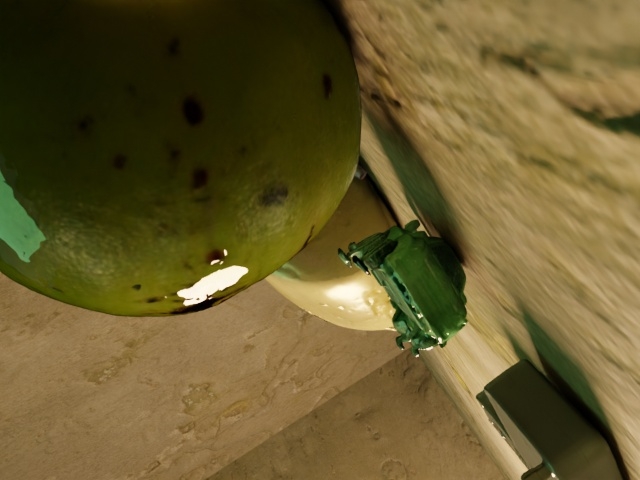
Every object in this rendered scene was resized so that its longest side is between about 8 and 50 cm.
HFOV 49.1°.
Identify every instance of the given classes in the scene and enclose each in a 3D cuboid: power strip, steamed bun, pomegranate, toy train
[{"bbox_3d":[0.169,0.167,0.523,0.216,0.061,0.145,58,179,-35],"label":"power strip"},{"bbox_3d":[0.000,0.000,0.850,0.273,0.166,0.232,57,179,29],"label":"steamed bun"},{"bbox_3d":[-0.096,-0.091,0.410,0.260,0.260,0.341,57,156,17],"label":"pomegranate"},{"bbox_3d":[0.074,0.028,0.548,0.099,0.081,0.149,57,175,-4],"label":"toy train"}]

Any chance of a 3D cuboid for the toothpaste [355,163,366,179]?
[{"bbox_3d":[-0.016,-0.115,0.765,0.170,0.028,0.045,38,-155,26],"label":"toothpaste"}]
